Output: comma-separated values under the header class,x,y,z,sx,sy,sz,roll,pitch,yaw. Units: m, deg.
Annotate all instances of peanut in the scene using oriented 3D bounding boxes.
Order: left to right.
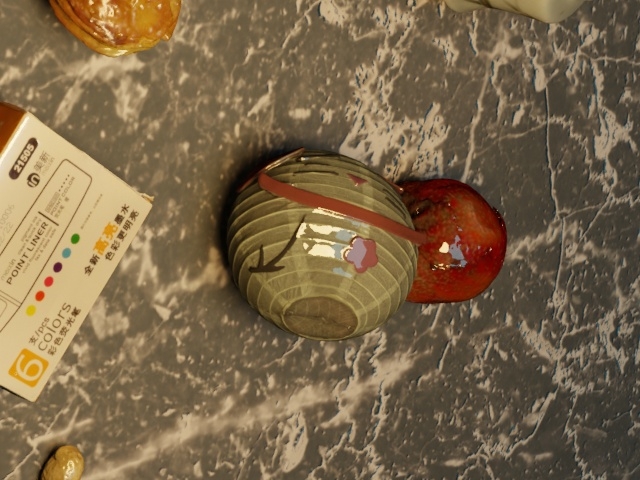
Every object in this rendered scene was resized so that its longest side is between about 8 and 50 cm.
class,x,y,z,sx,sy,sz,roll,pitch,yaw
peanut,-0.308,0.298,1.949,0.054,0.054,0.113,-7,111,-41

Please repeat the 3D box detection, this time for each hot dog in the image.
class,x,y,z,sx,sy,sz,roll,pitch,yaw
hot dog,-0.214,-0.331,1.746,0.175,0.114,0.259,-3,110,-47

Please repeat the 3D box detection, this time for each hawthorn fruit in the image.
class,x,y,z,sx,sy,sz,roll,pitch,yaw
hawthorn fruit,0.166,0.009,2.200,0.235,0.181,0.181,30,85,-58

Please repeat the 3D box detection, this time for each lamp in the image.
class,x,y,z,sx,sy,sz,roll,pitch,yaw
lamp,0.000,0.000,1.997,0.265,0.233,0.233,21,92,-32

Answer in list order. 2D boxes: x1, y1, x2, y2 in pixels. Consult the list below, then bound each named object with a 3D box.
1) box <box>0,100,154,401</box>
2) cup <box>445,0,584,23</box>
class,x,y,z,sx,sy,sz,roll,pitch,yaw
box,-0.338,0.014,1.780,0.220,0.091,0.274,35,81,-43
cup,0.311,-0.413,2.058,0.347,0.163,0.347,-49,159,-26
